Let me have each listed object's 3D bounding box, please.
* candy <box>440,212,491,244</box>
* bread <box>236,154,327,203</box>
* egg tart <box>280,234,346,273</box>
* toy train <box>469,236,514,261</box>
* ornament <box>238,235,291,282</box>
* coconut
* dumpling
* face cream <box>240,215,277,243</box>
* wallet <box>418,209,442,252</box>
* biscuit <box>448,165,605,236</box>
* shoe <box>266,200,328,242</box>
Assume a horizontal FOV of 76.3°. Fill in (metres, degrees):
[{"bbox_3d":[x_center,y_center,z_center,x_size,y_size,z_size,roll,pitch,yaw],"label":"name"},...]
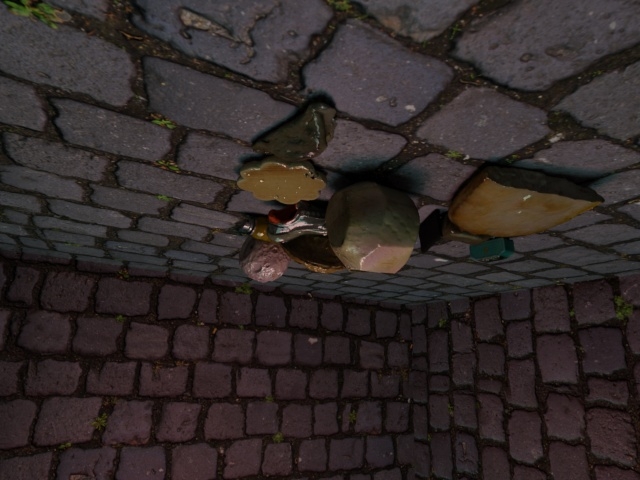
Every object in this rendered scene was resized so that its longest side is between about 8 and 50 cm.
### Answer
[{"bbox_3d":[0.597,-0.048,1.689,0.234,0.102,0.104,12,162,-20],"label":"candy"},{"bbox_3d":[-0.128,-0.202,1.377,0.316,0.054,0.316,2,163,0],"label":"bread"},{"bbox_3d":[0.000,0.000,1.733,0.352,0.150,0.352,14,-154,-7],"label":"egg tart"},{"bbox_3d":[0.746,0.015,1.790,0.107,0.154,0.198,11,161,-35],"label":"toy train"},{"bbox_3d":[-0.264,0.079,1.980,0.225,0.259,0.259,30,152,-30],"label":"ornament"},{"bbox_3d":[0.186,-0.041,1.428,0.353,0.352,0.352,3,163,1],"label":"coconut"},{"bbox_3d":[-0.050,-0.263,1.115,0.166,0.086,0.332,18,162,-35],"label":"dumpling"},{"bbox_3d":[-0.195,-0.037,1.852,0.349,0.105,0.105,14,160,-33],"label":"face cream"},{"bbox_3d":[0.459,-0.033,1.721,0.025,0.124,0.244,-3,164,-6],"label":"wallet"},{"bbox_3d":[0.682,-0.120,1.434,0.430,0.104,0.446,5,161,-3],"label":"biscuit"},{"bbox_3d":[-0.056,-0.110,1.593,0.337,0.132,0.171,-13,134,-6],"label":"shoe"}]
